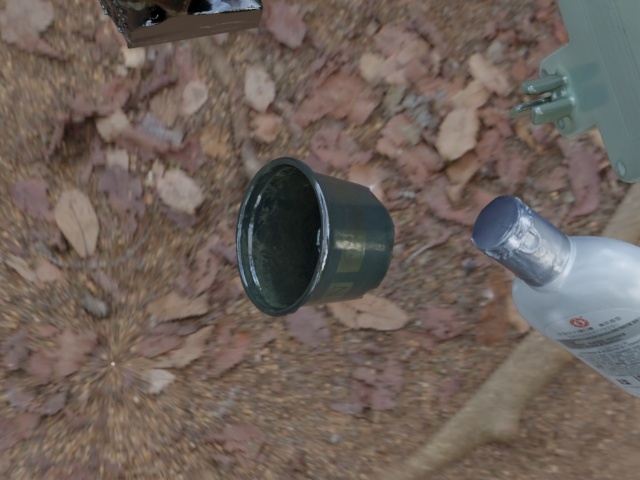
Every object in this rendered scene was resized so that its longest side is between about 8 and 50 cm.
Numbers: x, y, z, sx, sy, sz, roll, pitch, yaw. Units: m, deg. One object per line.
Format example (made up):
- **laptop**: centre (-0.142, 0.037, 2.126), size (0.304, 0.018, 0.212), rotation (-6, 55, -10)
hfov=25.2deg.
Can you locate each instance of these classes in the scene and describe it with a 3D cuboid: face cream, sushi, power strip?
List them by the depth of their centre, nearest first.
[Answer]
- **face cream**: centre (0.245, 0.053, 1.251), size (0.291, 0.144, 0.071), rotation (32, 54, -31)
- **power strip**: centre (0.289, -0.169, 1.421), size (0.141, 0.261, 0.229), rotation (-18, 88, -15)
- **sushi**: centre (-0.190, -0.347, 1.581), size (0.215, 0.212, 0.227), rotation (-10, 87, -4)

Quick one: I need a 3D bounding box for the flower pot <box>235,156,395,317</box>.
- **flower pot**: centre (0.000, 0.000, 1.426), size (0.107, 0.157, 0.157), rotation (5, 84, -34)
